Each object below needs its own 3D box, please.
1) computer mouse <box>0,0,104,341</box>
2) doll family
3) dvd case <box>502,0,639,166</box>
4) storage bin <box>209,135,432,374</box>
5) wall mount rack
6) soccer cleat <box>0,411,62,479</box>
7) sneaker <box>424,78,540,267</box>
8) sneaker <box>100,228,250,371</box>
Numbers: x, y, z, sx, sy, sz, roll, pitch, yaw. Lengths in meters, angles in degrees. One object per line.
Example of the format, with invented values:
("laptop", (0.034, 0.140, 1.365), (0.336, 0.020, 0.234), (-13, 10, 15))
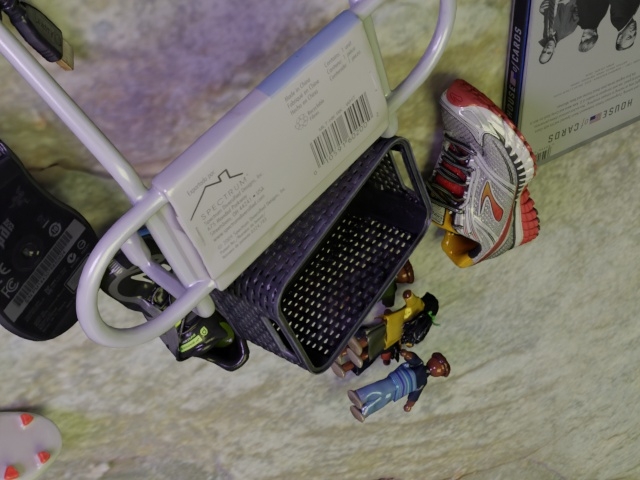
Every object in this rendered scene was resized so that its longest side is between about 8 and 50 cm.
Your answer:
("computer mouse", (-0.216, -0.052, 0.787), (0.184, 0.060, 0.262), (-59, 147, -12))
("doll family", (0.072, 0.097, 1.148), (0.111, 0.076, 0.193), (-28, 144, -23))
("dvd case", (0.247, -0.184, 1.056), (0.179, 0.029, 0.238), (-23, 138, -21))
("storage bin", (0.000, 0.000, 0.938), (0.180, 0.084, 0.122), (-52, 145, -20))
("wall mount rack", (-0.074, -0.112, 0.765), (0.350, 0.130, 0.304), (-45, 146, -16))
("soccer cleat", (-0.305, 0.193, 0.943), (0.196, 0.068, 0.076), (-21, 166, -32))
("sneaker", (0.138, -0.049, 1.047), (0.093, 0.088, 0.225), (-32, 140, -9))
("sneaker", (-0.112, 0.052, 0.945), (0.067, 0.078, 0.188), (-40, 140, 5))
